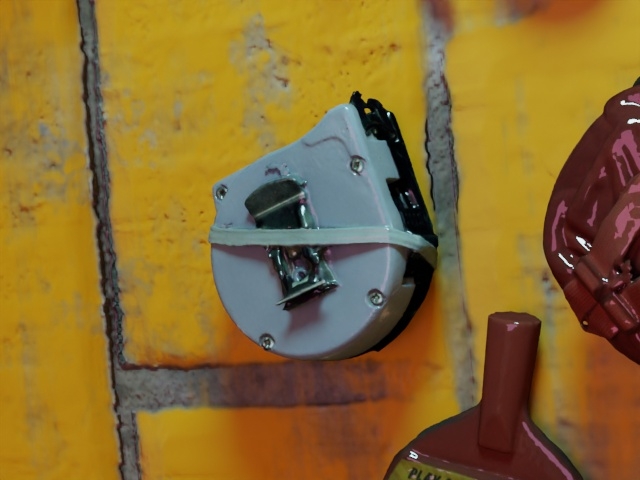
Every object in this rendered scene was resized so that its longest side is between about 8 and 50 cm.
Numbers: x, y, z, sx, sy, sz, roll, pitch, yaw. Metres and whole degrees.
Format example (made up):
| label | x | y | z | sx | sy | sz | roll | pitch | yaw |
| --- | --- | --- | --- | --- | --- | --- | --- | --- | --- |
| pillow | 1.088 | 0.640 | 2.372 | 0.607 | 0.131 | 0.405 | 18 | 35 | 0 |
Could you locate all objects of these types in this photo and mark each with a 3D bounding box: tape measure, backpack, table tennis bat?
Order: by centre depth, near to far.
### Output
| label | x | y | z | sx | sy | sz | roll | pitch | yaw |
| --- | --- | --- | --- | --- | --- | --- | --- | --- | --- |
| backpack | 0.262 | -0.010 | 1.372 | 0.229 | 0.139 | 0.229 | 1 | 93 | 25 |
| table tennis bat | 0.134 | 0.208 | 1.529 | 0.200 | 0.038 | 0.310 | 12 | 104 | 26 |
| tape measure | 0.001 | 0.005 | 1.539 | 0.182 | 0.107 | 0.181 | -32 | 73 | 25 |
